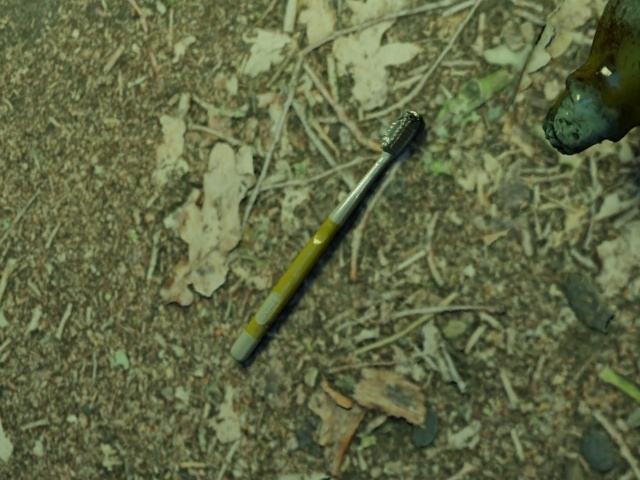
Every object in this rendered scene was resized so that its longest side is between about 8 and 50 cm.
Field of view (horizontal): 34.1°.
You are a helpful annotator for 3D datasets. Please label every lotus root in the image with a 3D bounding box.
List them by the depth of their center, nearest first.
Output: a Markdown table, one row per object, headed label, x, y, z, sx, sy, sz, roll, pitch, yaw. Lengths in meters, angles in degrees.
| label | x | y | z | sx | sy | sz | roll | pitch | yaw |
| --- | --- | --- | --- | --- | --- | --- | --- | --- | --- |
| lotus root | 0.296 | -0.173 | 0.741 | 0.322 | 0.140 | 0.158 | -39 | 93 | 27 |

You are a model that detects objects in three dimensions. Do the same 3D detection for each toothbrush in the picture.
| label | x | y | z | sx | sy | sz | roll | pitch | yaw |
| --- | --- | --- | --- | --- | --- | --- | --- | --- | --- |
| toothbrush | 0.000 | 0.000 | 0.947 | 0.021 | 0.024 | 0.288 | 43 | 106 | 23 |
